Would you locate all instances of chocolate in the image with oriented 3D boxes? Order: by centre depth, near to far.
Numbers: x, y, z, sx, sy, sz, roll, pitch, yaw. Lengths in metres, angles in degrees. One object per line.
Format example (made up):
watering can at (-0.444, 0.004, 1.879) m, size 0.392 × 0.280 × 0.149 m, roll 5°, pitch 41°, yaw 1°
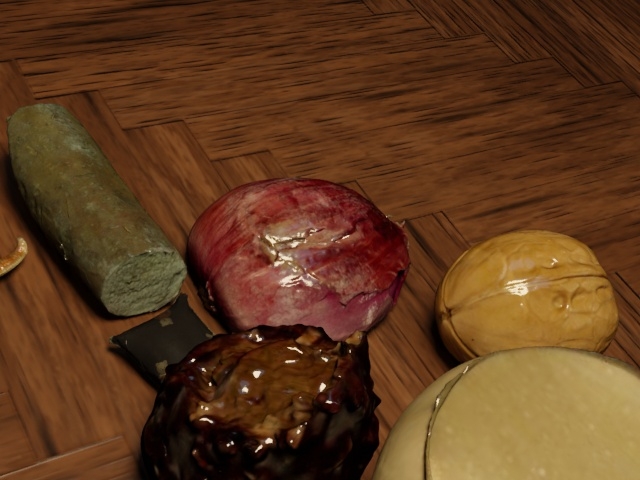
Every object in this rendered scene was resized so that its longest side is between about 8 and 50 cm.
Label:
chocolate at (-0.033, 0.146, 0.842) m, size 0.206 × 0.177 × 0.224 m, roll 26°, pitch 51°, yaw -7°

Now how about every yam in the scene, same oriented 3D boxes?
yam at (-0.250, -0.036, 1.049) m, size 0.106 × 0.106 × 0.259 m, roll -20°, pitch 55°, yaw -34°

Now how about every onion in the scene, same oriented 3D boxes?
onion at (0.000, 0.000, 1.084) m, size 0.283 × 0.120 × 0.227 m, roll -21°, pitch 60°, yaw -35°

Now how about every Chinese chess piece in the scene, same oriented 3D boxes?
Chinese chess piece at (0.208, 0.252, 0.854) m, size 0.338 × 0.140 × 0.338 m, roll 12°, pitch 50°, yaw -15°

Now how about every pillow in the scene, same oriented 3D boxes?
pillow at (-0.126, 0.122, 0.968) m, size 0.150 × 0.048 × 0.090 m, roll 42°, pitch 40°, yaw 22°

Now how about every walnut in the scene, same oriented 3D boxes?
walnut at (0.221, 0.070, 1.058) m, size 0.197 × 0.165 × 0.165 m, roll 3°, pitch 44°, yaw -26°

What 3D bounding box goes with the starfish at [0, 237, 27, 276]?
starfish at (-0.425, 0.025, 0.972) m, size 0.247 × 0.050 × 0.138 m, roll -22°, pitch 55°, yaw -43°
